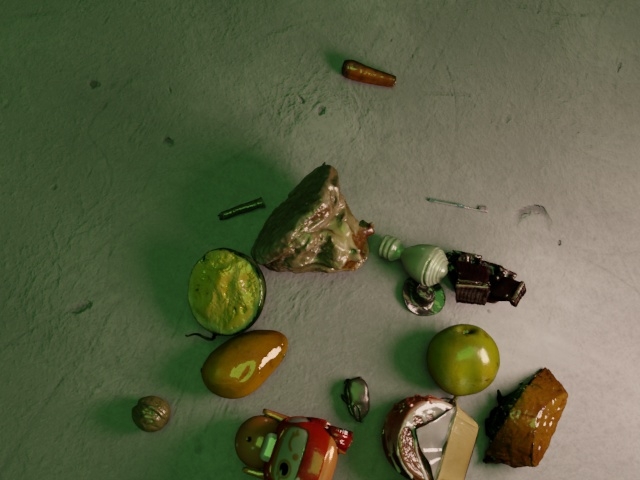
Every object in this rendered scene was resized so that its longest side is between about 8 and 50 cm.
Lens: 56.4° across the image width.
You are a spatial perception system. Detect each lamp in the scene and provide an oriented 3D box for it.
[{"bbox_3d":[0.240,0.049,1.538,0.193,0.106,0.106,24,73,33],"label":"lamp"}]

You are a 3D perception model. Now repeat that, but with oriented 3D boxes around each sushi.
[{"bbox_3d":[0.490,0.421,1.446,0.149,0.140,0.287,37,73,-30],"label":"sushi"}]

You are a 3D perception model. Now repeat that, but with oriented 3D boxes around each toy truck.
[{"bbox_3d":[-0.073,0.481,1.349,0.239,0.265,0.189,21,73,-7],"label":"toy truck"}]

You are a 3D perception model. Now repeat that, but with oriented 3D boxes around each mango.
[{"bbox_3d":[-0.181,0.301,1.468,0.227,0.109,0.147,-26,53,-8],"label":"mango"}]

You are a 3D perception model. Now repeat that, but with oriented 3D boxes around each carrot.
[{"bbox_3d":[0.139,-0.479,1.727,0.161,0.055,0.055,17,74,-5],"label":"carrot"}]

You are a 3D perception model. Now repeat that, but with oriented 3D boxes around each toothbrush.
[{"bbox_3d":[0.380,-0.099,1.646,0.167,0.011,0.014,11,69,1],"label":"toothbrush"}]

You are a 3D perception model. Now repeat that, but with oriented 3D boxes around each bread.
[{"bbox_3d":[0.254,0.477,1.424,0.211,0.142,0.224,24,74,-10],"label":"bread"}]

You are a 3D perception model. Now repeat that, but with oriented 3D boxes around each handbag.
[{"bbox_3d":[0.090,0.395,1.480,0.072,0.047,0.111,-7,75,-9],"label":"handbag"}]

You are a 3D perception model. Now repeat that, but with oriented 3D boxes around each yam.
[{"bbox_3d":[-0.214,-0.082,1.615,0.129,0.027,0.033,-22,75,-7],"label":"yam"}]

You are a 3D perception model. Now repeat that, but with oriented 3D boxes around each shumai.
[{"bbox_3d":[0.000,0.000,1.536,0.314,0.267,0.262,-45,108,7],"label":"shumai"}]

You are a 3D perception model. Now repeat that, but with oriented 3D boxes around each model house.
[{"bbox_3d":[0.420,0.097,1.516,0.203,0.164,0.141,7,79,-2],"label":"model house"}]

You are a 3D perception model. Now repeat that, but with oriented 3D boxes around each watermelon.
[{"bbox_3d":[-0.224,0.134,1.499,0.204,0.127,0.232,4,92,19],"label":"watermelon"}]

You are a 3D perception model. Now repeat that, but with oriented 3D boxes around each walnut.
[{"bbox_3d":[-0.409,0.419,1.443,0.092,0.092,0.092,0,74,-2],"label":"walnut"}]

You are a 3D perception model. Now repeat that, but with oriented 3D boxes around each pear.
[{"bbox_3d":[0.350,0.314,1.464,0.180,0.166,0.216,-5,105,-15],"label":"pear"}]

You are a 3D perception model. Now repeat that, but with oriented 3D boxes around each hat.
[{"bbox_3d":[0.273,0.140,1.556,0.121,0.050,0.121,1,75,-4],"label":"hat"}]
